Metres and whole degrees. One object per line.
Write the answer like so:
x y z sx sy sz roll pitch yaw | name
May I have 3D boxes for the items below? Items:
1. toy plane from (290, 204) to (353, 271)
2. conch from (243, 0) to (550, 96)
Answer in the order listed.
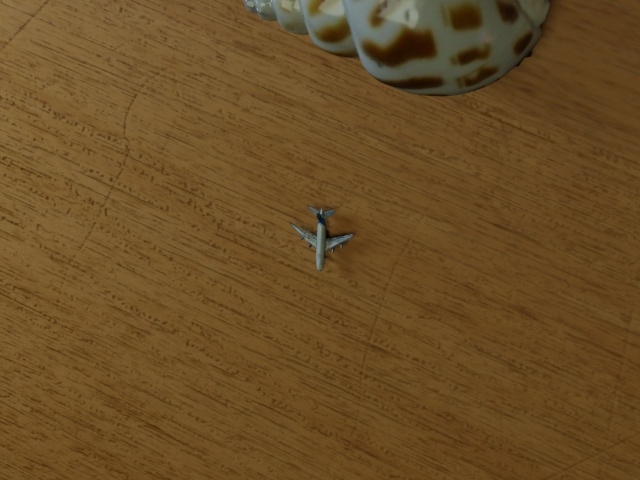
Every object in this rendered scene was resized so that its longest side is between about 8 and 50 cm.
0.001 -0.002 1.406 0.077 0.024 0.084 11 127 18 | toy plane
0.072 -0.224 1.172 0.274 0.149 0.183 16 126 18 | conch
